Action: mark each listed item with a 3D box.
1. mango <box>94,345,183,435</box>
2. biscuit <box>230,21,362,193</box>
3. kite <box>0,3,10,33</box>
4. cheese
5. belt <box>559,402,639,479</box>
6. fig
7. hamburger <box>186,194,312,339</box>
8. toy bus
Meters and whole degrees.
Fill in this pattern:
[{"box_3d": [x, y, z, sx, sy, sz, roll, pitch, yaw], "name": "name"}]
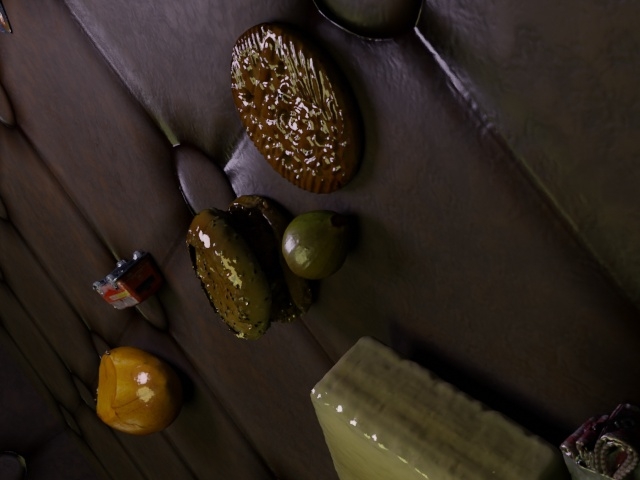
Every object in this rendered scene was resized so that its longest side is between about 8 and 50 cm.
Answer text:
[{"box_3d": [-0.354, 0.304, 1.612, 0.257, 0.138, 0.187, -4, 98, 52], "name": "mango"}, {"box_3d": [-0.031, -0.130, 0.820, 0.188, 0.027, 0.187, 35, 144, 30], "name": "biscuit"}, {"box_3d": [-0.556, -0.402, 1.319, 0.160, 0.010, 0.183, 55, 150, 2], "name": "kite"}, {"box_3d": [0.134, 0.261, 0.869, 0.266, 0.124, 0.242, 27, 149, 39], "name": "cheese"}, {"box_3d": [0.266, 0.241, 0.739, 0.071, 0.053, 0.232, 28, 141, 45], "name": "belt"}, {"box_3d": [0.000, 0.000, 0.865, 0.074, 0.074, 0.088, 50, 131, 10], "name": "fig"}, {"box_3d": [-0.095, 0.039, 0.994, 0.177, 0.113, 0.185, 51, 149, 5], "name": "hamburger"}, {"box_3d": [-0.343, 0.077, 1.428, 0.077, 0.079, 0.174, 50, 151, -11], "name": "toy bus"}]
